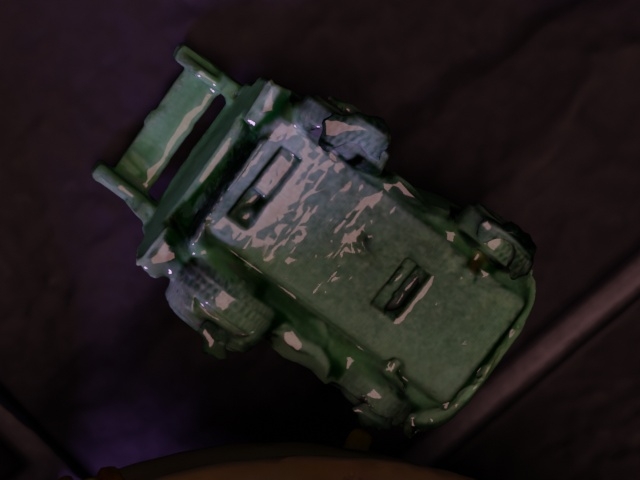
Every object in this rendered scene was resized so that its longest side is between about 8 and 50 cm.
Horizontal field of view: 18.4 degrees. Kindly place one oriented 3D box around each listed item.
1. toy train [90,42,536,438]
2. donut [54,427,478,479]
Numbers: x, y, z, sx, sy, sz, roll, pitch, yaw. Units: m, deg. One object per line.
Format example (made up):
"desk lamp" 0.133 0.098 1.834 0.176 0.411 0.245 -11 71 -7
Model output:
"toy train" 0.000 0.000 0.702 0.149 0.081 0.099 33 96 -21
"donut" 0.004 0.237 0.715 0.307 0.150 0.371 0 107 -12
